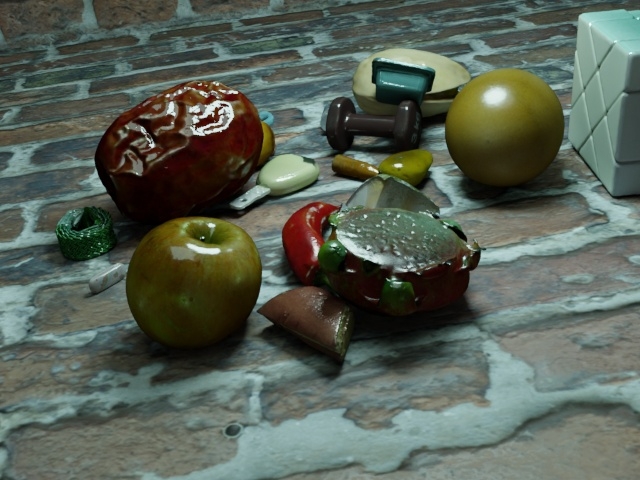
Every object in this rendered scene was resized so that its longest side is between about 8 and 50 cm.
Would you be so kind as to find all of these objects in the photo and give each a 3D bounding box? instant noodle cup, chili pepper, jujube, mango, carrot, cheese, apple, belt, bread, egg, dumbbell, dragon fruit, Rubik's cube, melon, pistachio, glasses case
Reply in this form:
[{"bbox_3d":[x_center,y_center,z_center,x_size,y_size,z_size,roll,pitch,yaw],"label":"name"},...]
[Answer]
[{"bbox_3d":[0.198,-0.383,1.900,0.157,0.070,0.179,11,-7,5],"label":"instant noodle cup"},{"bbox_3d":[-0.007,-0.003,1.493,0.137,0.091,0.368,7,31,-7],"label":"chili pepper"},{"bbox_3d":[-0.302,-0.196,1.707,0.377,0.276,0.276,-31,35,-17],"label":"jujube"},{"bbox_3d":[0.198,-0.166,1.753,0.103,0.076,0.161,11,30,38],"label":"mango"},{"bbox_3d":[0.091,-0.169,1.809,0.139,0.048,0.048,19,38,37],"label":"carrot"},{"bbox_3d":[-0.116,-0.129,1.776,0.127,0.054,0.251,16,37,35],"label":"cheese"},{"bbox_3d":[-0.218,-0.230,1.919,0.219,0.112,0.145,-21,41,-18],"label":"mango"},{"bbox_3d":[-0.214,0.073,1.306,0.237,0.207,0.237,12,27,-6],"label":"apple"},{"bbox_3d":[-0.504,-0.026,1.644,0.121,0.079,0.151,-17,30,-17],"label":"belt"},{"bbox_3d":[-0.003,0.125,1.272,0.192,0.067,0.119,21,39,40],"label":"bread"},{"bbox_3d":[0.403,-0.250,1.678,0.250,0.250,0.322,5,27,21],"label":"egg"},{"bbox_3d":[0.134,-0.286,1.918,0.226,0.140,0.124,6,-8,24],"label":"dumbbell"},{"bbox_3d":[0.124,0.035,1.305,0.295,0.130,0.268,-5,37,-22],"label":"dragon fruit"},{"bbox_3d":[0.738,-0.309,1.644,0.316,0.318,0.322,-6,30,0],"label":"Rubik's cube"},{"bbox_3d":[0.144,-0.082,1.582,0.203,0.139,0.093,2,52,10],"label":"melon"},{"bbox_3d":[0.245,-0.420,2.080,0.318,0.193,0.214,3,33,13],"label":"pistachio"},{"bbox_3d":[-0.413,0.072,1.493,0.021,0.032,0.083,15,34,37],"label":"glasses case"}]

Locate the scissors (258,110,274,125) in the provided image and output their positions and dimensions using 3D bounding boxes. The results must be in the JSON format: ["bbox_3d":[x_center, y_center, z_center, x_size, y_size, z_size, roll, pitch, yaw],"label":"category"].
[{"bbox_3d":[-0.274,-0.267,2.058,0.180,0.032,0.393,1,30,38],"label":"scissors"}]

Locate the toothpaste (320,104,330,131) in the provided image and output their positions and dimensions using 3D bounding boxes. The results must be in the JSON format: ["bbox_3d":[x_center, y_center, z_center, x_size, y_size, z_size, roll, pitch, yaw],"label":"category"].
[{"bbox_3d":[0.040,-0.358,2.166,0.089,0.057,0.234,0,23,9],"label":"toothpaste"}]

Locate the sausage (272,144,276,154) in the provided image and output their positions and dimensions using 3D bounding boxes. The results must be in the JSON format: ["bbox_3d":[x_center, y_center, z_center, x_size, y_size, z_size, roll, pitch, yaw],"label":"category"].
[{"bbox_3d":[-0.142,-0.263,2.047,0.030,0.035,0.147,19,22,-22],"label":"sausage"}]
